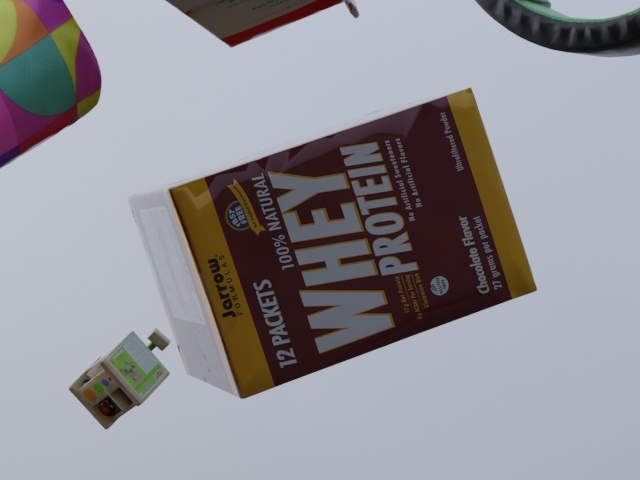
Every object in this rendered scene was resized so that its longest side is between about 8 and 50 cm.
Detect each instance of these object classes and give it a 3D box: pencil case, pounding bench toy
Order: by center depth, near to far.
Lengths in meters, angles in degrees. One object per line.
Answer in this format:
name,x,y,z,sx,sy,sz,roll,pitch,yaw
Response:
pencil case,-0.221,-0.055,0.892,0.104,0.236,0.104,31,-37,27
pounding bench toy,-0.175,0.119,1.602,0.052,0.083,0.065,49,-50,-5

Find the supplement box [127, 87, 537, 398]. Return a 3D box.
supplement box,0.000,0.000,1.110,0.191,0.129,0.194,-19,5,-12

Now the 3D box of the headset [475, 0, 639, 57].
headset,0.237,-0.292,1.094,0.185,0.243,0.394,-2,-43,-48

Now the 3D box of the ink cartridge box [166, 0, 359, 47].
ink cartridge box,-0.057,-0.190,0.962,0.078,0.134,0.231,-22,-13,12
